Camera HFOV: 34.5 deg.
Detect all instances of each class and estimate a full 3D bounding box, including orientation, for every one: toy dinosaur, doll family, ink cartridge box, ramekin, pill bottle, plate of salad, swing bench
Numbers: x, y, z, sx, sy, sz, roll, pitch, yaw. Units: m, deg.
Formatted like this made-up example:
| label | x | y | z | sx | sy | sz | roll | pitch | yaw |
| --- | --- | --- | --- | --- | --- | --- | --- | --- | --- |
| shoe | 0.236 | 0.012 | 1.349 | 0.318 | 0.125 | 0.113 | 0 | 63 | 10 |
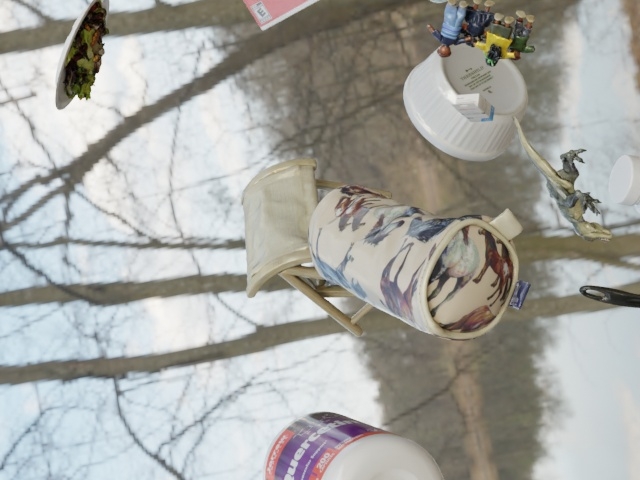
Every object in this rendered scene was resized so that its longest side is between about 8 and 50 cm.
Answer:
| label | x | y | z | sx | sy | sz | roll | pitch | yaw |
| --- | --- | --- | --- | --- | --- | --- | --- | --- | --- |
| toy dinosaur | 0.405 | -0.095 | 1.696 | 0.268 | 0.064 | 0.118 | 55 | 166 | -7 |
| doll family | 0.291 | -0.369 | 1.863 | 0.076 | 0.193 | 0.111 | -53 | -18 | -43 |
| ink cartridge box | 0.279 | -0.246 | 1.884 | 0.083 | 0.048 | 0.028 | 28 | -112 | -51 |
| ramekin | 0.326 | -0.315 | 2.234 | 0.127 | 0.273 | 0.272 | 127 | 142 | -51 |
| pill bottle | 0.030 | 0.341 | 1.445 | 0.323 | 0.182 | 0.181 | 177 | 80 | -68 |
| plate of salad | -0.363 | -0.292 | 1.612 | 0.200 | 0.048 | 0.199 | -156 | 90 | -87 |
| swing bench | 0.000 | 0.000 | 1.848 | 0.255 | 0.165 | 0.253 | 23 | -142 | -28 |
| pill bottle | 0.797 | -0.116 | 2.311 | 0.152 | 0.272 | 0.152 | -171 | 90 | -81 |

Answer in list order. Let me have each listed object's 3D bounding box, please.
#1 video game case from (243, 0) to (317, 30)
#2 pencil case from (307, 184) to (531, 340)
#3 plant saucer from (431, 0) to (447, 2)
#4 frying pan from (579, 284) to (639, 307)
| label | x | y | z | sx | sy | sz | roll | pitch | yaw |
| --- | --- | --- | --- | --- | --- | --- | --- | --- | --- |
| video game case | -0.093 | -0.522 | 1.749 | 0.285 | 0.204 | 0.025 | 56 | -149 | -19 |
| pencil case | 0.123 | 0.017 | 1.485 | 0.160 | 0.183 | 0.410 | 54 | 166 | -23 |
| plant saucer | 0.389 | -0.639 | 2.166 | 0.100 | 0.400 | 0.400 | 36 | -158 | -18 |
| frying pan | 0.657 | 0.145 | 1.909 | 0.053 | 0.326 | 0.197 | -64 | -36 | -60 |
